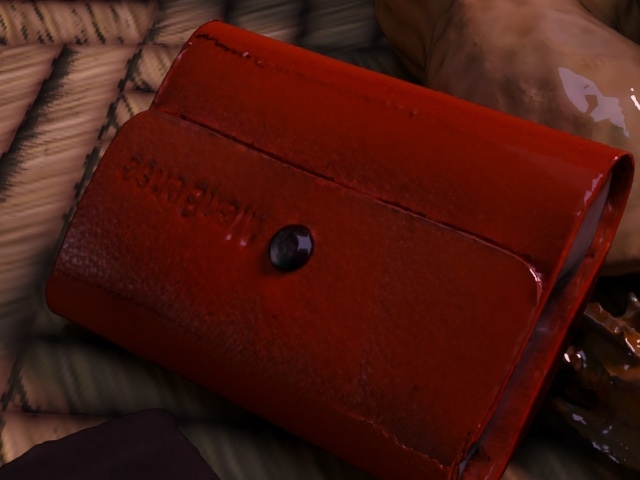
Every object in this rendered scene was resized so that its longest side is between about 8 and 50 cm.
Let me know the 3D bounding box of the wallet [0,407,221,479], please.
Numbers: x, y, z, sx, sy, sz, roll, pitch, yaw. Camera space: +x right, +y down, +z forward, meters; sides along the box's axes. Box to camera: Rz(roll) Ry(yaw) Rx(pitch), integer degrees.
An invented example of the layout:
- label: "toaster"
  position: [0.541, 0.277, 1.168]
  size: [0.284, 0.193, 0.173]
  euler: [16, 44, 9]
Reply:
- label: "wallet"
  position: [-0.131, 0.187, 0.420]
  size: [0.323, 0.041, 0.247]
  euler: [-24, 46, -22]

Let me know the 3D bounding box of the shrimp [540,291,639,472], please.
- label: "shrimp"
  position: [0.168, 0.055, 0.522]
  size: [0.217, 0.051, 0.115]
  euler: [18, 46, 29]

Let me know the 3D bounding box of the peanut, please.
- label: "peanut"
  position: [0.091, -0.077, 0.640]
  size: [0.117, 0.101, 0.263]
  euler: [-19, 38, 6]

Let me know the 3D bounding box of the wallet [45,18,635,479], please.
- label: "wallet"
  position: [0.000, 0.000, 0.563]
  size: [0.204, 0.045, 0.142]
  euler: [23, 81, 34]
